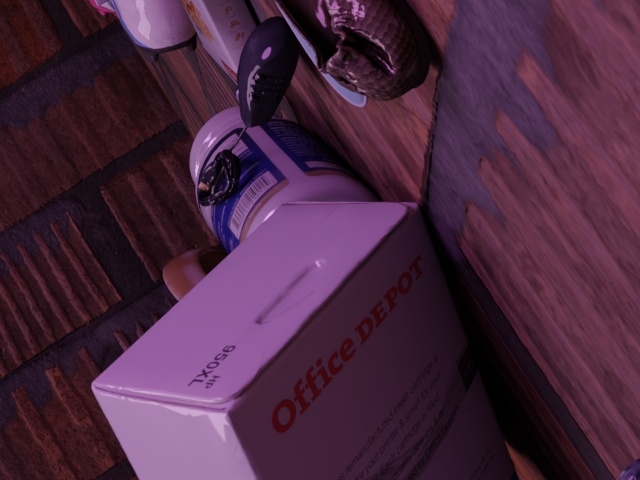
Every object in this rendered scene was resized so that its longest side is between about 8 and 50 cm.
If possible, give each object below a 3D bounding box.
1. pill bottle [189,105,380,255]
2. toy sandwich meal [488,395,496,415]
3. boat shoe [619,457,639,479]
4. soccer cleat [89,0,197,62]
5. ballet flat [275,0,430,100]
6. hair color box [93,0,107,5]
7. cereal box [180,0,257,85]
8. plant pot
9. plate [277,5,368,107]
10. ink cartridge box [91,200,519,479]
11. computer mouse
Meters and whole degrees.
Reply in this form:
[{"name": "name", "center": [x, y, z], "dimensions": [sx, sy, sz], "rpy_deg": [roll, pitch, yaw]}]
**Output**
[{"name": "pill bottle", "center": [-0.043, -0.041, 1.330], "dimensions": [0.153, 0.153, 0.265], "rpy_deg": [62, 174, -33]}, {"name": "toy sandwich meal", "center": [0.154, 0.162, 1.327], "dimensions": [0.086, 0.029, 0.085], "rpy_deg": [57, 174, 10]}, {"name": "boat shoe", "center": [0.237, 0.215, 0.795], "dimensions": [0.083, 0.065, 0.183], "rpy_deg": [54, 167, 56]}, {"name": "soccer cleat", "center": [-0.240, -0.353, 1.678], "dimensions": [0.331, 0.116, 0.143], "rpy_deg": [-134, 29, -54]}, {"name": "ballet flat", "center": [-0.022, -0.182, 0.807], "dimensions": [0.250, 0.058, 0.084], "rpy_deg": [55, 150, 20]}, {"name": "hair color box", "center": [-0.159, -0.278, 1.132], "dimensions": [0.043, 0.141, 0.072], "rpy_deg": [52, 172, 47]}, {"name": "cereal box", "center": [-0.126, -0.273, 1.340], "dimensions": [0.173, 0.047, 0.240], "rpy_deg": [51, 171, 50]}, {"name": "plant pot", "center": [-0.050, 0.067, 1.316], "dimensions": [0.236, 0.032, 0.236], "rpy_deg": [26, -167, -6]}, {"name": "plate", "center": [-0.008, -0.185, 0.943], "dimensions": [0.188, 0.024, 0.188], "rpy_deg": [57, 175, 8]}, {"name": "ink cartridge box", "center": [0.015, 0.199, 1.119], "dimensions": [0.166, 0.285, 0.395], "rpy_deg": [2, 125, 39]}, {"name": "computer mouse", "center": [-0.081, -0.116, 1.201], "dimensions": [0.242, 0.041, 0.071], "rpy_deg": [-60, 36, 41]}]
